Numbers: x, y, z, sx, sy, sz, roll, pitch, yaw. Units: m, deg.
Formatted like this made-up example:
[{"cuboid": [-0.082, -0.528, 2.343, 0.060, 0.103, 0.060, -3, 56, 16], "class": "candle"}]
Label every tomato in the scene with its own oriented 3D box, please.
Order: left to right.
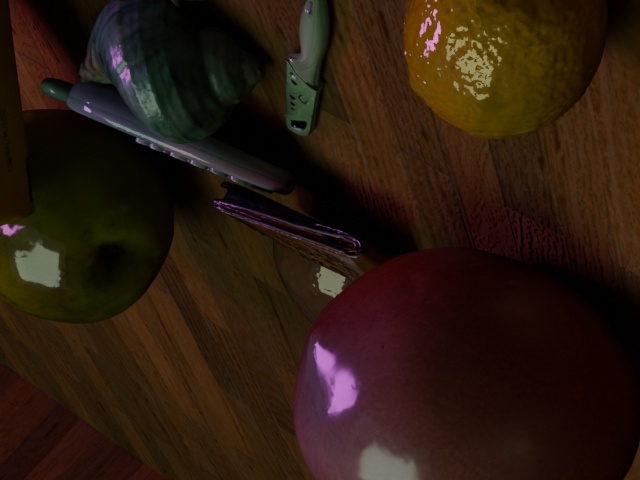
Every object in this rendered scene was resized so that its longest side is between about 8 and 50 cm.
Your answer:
[{"cuboid": [0.122, 0.158, 1.717, 0.321, 0.321, 0.321, 37, 160, 15], "class": "tomato"}]

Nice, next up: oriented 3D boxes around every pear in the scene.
[{"cuboid": [-0.311, -0.035, 2.266, 0.307, 0.253, 0.253, 38, 163, 42], "class": "pear"}]

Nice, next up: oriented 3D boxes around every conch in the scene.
[{"cuboid": [-0.150, -0.170, 1.842, 0.188, 0.122, 0.176, 35, -179, 25], "class": "conch"}]

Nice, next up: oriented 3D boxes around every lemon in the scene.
[{"cuboid": [0.128, -0.142, 1.322, 0.142, 0.142, 0.187, 37, 156, 15], "class": "lemon"}]

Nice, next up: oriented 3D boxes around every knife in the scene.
[{"cuboid": [-0.014, -0.161, 1.743, 0.043, 0.020, 0.293, 36, 161, 11], "class": "knife"}]

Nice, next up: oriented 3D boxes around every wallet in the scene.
[{"cuboid": [-0.001, 0.003, 1.947, 0.195, 0.042, 0.161, 25, 179, 32], "class": "wallet"}]

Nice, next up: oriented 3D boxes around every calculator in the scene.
[{"cuboid": [-0.161, -0.115, 1.976, 0.299, 0.041, 0.185, 25, -177, 18], "class": "calculator"}]

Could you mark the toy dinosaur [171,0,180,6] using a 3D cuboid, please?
[{"cuboid": [-0.294, -0.343, 1.796, 0.393, 0.092, 0.205, 25, 164, -3], "class": "toy dinosaur"}]

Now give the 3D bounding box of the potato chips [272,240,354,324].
[{"cuboid": [0.011, 0.068, 2.128, 0.195, 0.062, 0.208, 30, 160, 37], "class": "potato chips"}]

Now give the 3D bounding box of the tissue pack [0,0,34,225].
[{"cuboid": [-0.485, -0.181, 1.999, 0.228, 0.293, 0.381, 25, 127, 43], "class": "tissue pack"}]
